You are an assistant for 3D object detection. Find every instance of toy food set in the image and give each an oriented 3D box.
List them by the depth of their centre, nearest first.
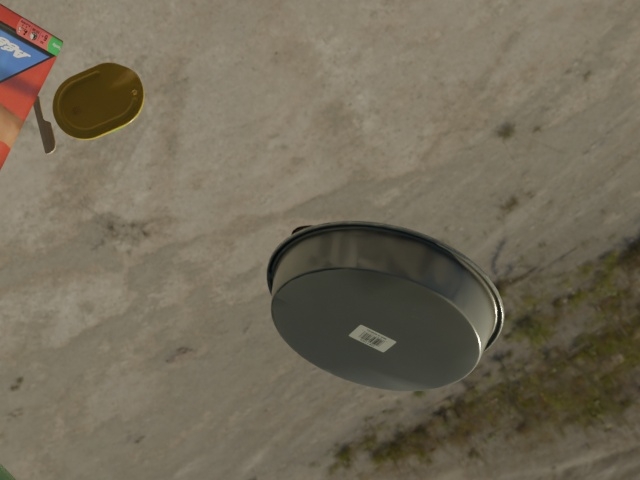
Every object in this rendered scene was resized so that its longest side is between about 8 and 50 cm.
[{"bbox_3d":[-0.438,-0.256,1.414,0.217,0.128,0.071,-22,178,0],"label":"toy food set"}]

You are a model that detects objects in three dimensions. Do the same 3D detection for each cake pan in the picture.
[{"bbox_3d":[0.068,0.093,0.877,0.293,0.054,0.293,12,142,9],"label":"cake pan"}]

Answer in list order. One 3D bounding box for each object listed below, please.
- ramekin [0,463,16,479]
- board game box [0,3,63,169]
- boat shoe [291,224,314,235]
[{"bbox_3d":[-0.364,0.300,0.546,0.303,0.304,0.148,-5,154,-32],"label":"ramekin"},{"bbox_3d":[-0.264,-0.095,0.347,0.145,0.027,0.281,-62,151,2],"label":"board game box"},{"bbox_3d":[0.000,0.000,0.975,0.038,0.125,0.046,46,76,-22],"label":"boat shoe"}]
